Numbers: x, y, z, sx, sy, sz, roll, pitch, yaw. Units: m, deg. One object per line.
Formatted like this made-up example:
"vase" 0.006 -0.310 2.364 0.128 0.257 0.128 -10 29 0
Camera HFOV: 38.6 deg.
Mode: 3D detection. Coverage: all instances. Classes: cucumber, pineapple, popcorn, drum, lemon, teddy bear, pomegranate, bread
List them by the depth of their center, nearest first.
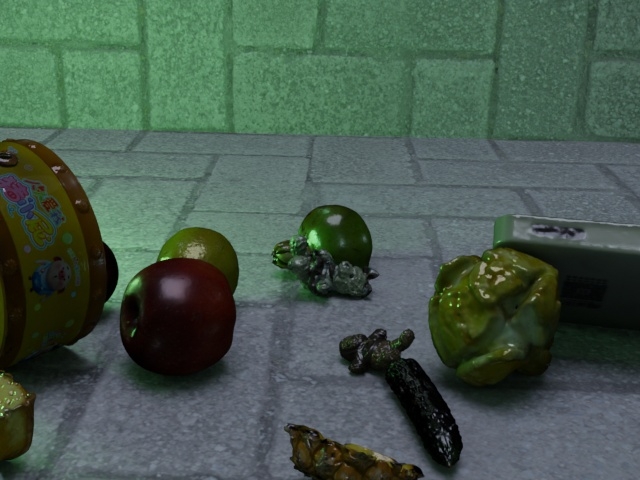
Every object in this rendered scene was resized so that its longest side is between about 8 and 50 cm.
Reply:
"pineapple" 0.041 0.326 1.309 0.224 0.076 0.225 18 -10 3
"bread" -0.541 0.280 1.391 0.228 0.140 0.143 13 25 32
"cucumber" 0.179 0.288 1.524 0.072 0.072 0.300 -3 22 -12
"popcorn" 0.334 0.138 1.680 0.276 0.276 0.226 -10 60 -29
"drum" -0.600 0.026 1.686 0.431 0.431 0.214 17 24 38
"teddy bear" 0.109 0.214 1.729 0.160 0.078 0.119 -2 34 45
"lemon" -0.262 0.072 1.935 0.184 0.184 0.248 3 31 4
"teddy bear" 0.013 0.083 2.064 0.213 0.111 0.133 23 39 -10
"pomegranate" 0.004 -0.005 2.202 0.240 0.159 0.190 -3 19 3

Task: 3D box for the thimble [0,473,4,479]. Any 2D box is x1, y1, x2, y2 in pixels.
"thimble" -0.476 0.377 1.115 0.185 0.149 0.211 17 26 32

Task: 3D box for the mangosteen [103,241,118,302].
"mangosteen" -0.530 0.050 1.905 0.194 0.231 0.194 -23 25 12

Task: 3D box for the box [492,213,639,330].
"box" 0.523 0.067 1.810 0.367 0.091 0.373 7 -24 12

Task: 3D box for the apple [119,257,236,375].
"apple" -0.264 0.141 1.691 0.201 0.218 0.218 -1 18 -27
